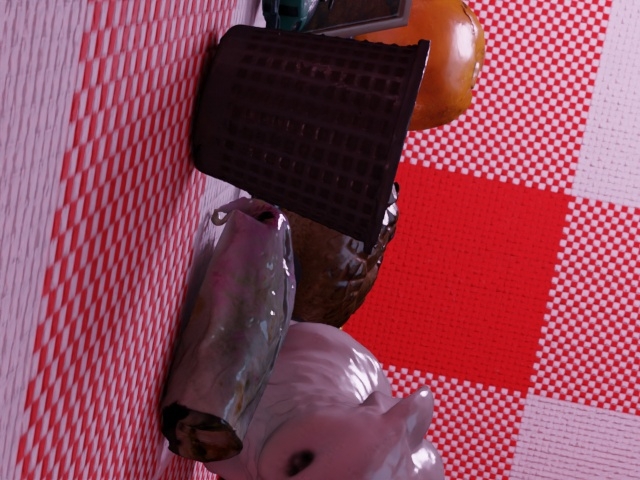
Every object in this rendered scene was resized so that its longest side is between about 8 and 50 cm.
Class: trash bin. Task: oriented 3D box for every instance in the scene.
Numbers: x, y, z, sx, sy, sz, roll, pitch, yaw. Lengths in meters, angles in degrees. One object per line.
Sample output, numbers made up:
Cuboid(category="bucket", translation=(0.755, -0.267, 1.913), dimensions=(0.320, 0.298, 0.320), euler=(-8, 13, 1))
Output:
Cuboid(category="trash bin", translation=(-0.011, -0.091, 1.227), dimensions=(0.175, 0.161, 0.175), euler=(15, 90, -86))

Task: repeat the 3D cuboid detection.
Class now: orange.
Cuboid(category="orange", translation=(0.146, -0.290, 2.487), dimensions=(0.240, 0.240, 0.240), euler=(11, 90, -86))

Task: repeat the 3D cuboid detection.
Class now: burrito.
Cuboid(category="burrito", translation=(-0.075, 0.075, 1.380), dimensions=(0.144, 0.089, 0.228), euler=(99, 6, -65))

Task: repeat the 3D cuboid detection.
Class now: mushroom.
Cuboid(category="mushroom", translation=(0.000, 0.000, 1.809), dimensions=(0.253, 0.153, 0.253), euler=(19, 90, -81))

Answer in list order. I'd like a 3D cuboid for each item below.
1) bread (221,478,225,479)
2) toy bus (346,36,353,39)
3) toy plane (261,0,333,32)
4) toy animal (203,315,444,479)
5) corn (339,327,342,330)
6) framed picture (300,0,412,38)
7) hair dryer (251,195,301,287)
Cuboid(category="bread", translation=(-0.085, 0.314, 1.930), dimensions=(0.094, 0.083, 0.157), euler=(0, 99, -83))
Cuboid(category="toy bus", translation=(0.003, -0.183, 1.902), dimensions=(0.051, 0.061, 0.153), euler=(-68, 170, -78))
Cuboid(category="toy plane", translation=(-0.027, -0.212, 1.419), dimensions=(0.096, 0.060, 0.235), euler=(-48, 147, -67))
Cuboid(category="toy animal", translation=(0.008, 0.193, 1.511), dimensions=(0.357, 0.258, 0.193), euler=(-148, -121, -70))
Cuboid(category="corn", translation=(-0.001, 0.084, 2.423), dimensions=(0.106, 0.106, 0.293), euler=(82, 23, -79))
Cuboid(category="framed picture", translation=(0.041, -0.318, 1.580), dimensions=(0.184, 0.016, 0.249), euler=(-16, 128, -40))
Cuboid(category="hair dryer", translation=(-0.058, -0.042, 1.551), dimensions=(0.128, 0.070, 0.255), euler=(-63, 157, -73))
